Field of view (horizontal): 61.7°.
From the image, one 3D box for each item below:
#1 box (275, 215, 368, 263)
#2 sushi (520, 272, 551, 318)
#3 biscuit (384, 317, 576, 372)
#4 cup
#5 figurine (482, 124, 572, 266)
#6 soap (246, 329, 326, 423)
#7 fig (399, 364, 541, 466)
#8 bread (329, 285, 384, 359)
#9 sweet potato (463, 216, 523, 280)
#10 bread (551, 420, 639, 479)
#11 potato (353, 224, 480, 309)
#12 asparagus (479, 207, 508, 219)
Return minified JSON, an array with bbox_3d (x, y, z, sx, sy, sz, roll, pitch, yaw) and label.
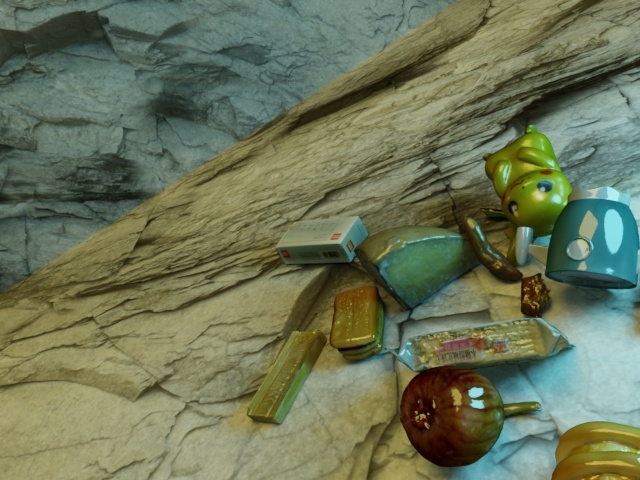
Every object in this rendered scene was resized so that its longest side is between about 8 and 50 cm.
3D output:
[{"bbox_3d":[0.000,0.000,1.638,0.269,0.079,0.135,-4,37,39],"label":"box"},{"bbox_3d":[0.440,0.112,1.095,0.060,0.061,0.118,-4,57,25],"label":"sushi"},{"bbox_3d":[0.295,0.196,0.986,0.309,0.186,0.079,-15,70,25],"label":"biscuit"},{"bbox_3d":[0.519,-0.006,1.017,0.299,0.167,0.173,3,78,42],"label":"cup"},{"bbox_3d":[0.481,-0.104,1.231,0.218,0.169,0.327,-37,30,32],"label":"figurine"},{"bbox_3d":[-0.078,0.314,1.259,0.092,0.037,0.252,-6,37,38],"label":"soap"},{"bbox_3d":[0.244,0.295,0.910,0.175,0.207,0.175,-17,68,47],"label":"fig"},{"bbox_3d":[0.090,0.191,1.260,0.116,0.077,0.200,-21,28,19],"label":"bread"},{"bbox_3d":[0.376,0.025,1.210,0.053,0.182,0.054,-38,-12,6],"label":"sweet potato"},{"bbox_3d":[0.376,0.366,0.681,0.173,0.121,0.311,-11,33,32],"label":"bread"},{"bbox_3d":[0.227,0.011,1.301,0.264,0.189,0.211,-31,29,-2],"label":"potato"},{"bbox_3d":[0.500,-0.057,1.327,0.034,0.027,0.236,-28,27,-31],"label":"asparagus"}]
